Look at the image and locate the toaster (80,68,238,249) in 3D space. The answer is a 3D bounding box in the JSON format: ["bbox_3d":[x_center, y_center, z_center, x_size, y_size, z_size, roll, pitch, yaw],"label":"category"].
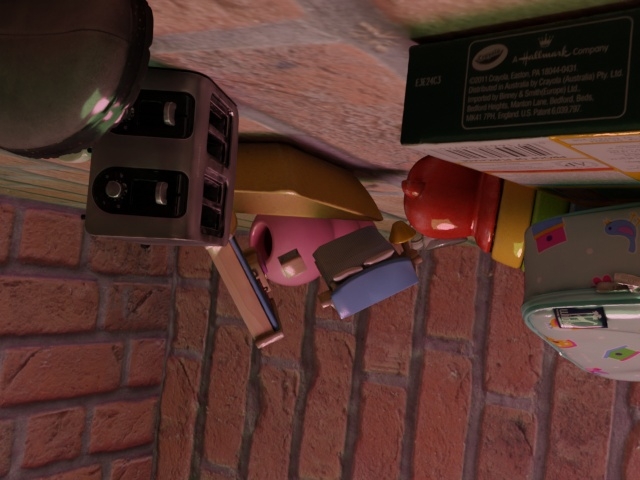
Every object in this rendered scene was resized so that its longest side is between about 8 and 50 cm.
[{"bbox_3d":[-0.159,-0.075,0.782,0.110,0.168,0.186,5,176,7],"label":"toaster"}]

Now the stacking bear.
[{"bbox_3d":[0.240,-0.043,0.876,0.289,0.164,0.175,10,178,13],"label":"stacking bear"}]

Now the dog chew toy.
[{"bbox_3d":[0.000,0.000,1.766,0.332,0.206,0.207,-2,-178,-37],"label":"dog chew toy"}]

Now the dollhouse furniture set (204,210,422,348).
[{"bbox_3d":[-0.019,-0.011,1.255,0.303,0.198,0.286,-24,-158,-1],"label":"dollhouse furniture set"}]

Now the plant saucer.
[{"bbox_3d":[-0.105,-0.094,1.182,0.333,0.081,0.333,5,177,27],"label":"plant saucer"}]

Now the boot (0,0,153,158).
[{"bbox_3d":[-0.296,-0.136,0.493,0.338,0.118,0.223,-1,169,31],"label":"boot"}]

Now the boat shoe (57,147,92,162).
[{"bbox_3d":[-0.269,-0.125,0.807,0.063,0.066,0.184,-5,-163,-38],"label":"boat shoe"}]

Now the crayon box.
[{"bbox_3d":[0.241,-0.087,0.602,0.203,0.083,0.323,3,175,43],"label":"crayon box"}]

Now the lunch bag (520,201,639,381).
[{"bbox_3d":[0.326,0.059,0.701,0.224,0.108,0.279,-4,156,35],"label":"lunch bag"}]

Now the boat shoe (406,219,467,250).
[{"bbox_3d":[0.243,-0.038,1.586,0.118,0.103,0.320,-14,-179,6],"label":"boat shoe"}]
